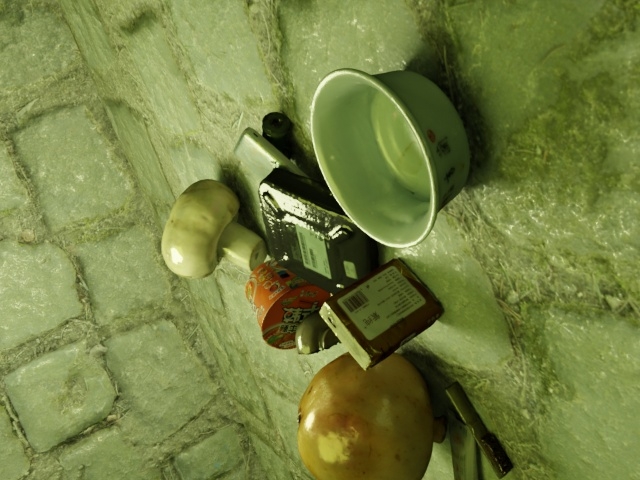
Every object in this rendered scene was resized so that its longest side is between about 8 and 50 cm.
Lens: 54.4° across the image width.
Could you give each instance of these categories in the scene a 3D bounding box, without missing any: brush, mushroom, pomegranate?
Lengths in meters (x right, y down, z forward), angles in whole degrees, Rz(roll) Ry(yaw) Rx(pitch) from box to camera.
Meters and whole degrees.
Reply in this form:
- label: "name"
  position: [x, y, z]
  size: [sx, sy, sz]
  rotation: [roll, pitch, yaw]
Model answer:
- label: "brush"
  position: [0.383, 0.453, 1.495]
  size: [0.247, 0.043, 0.036]
  rotation: [59, 148, 6]
- label: "mushroom"
  position: [-0.387, -0.034, 2.133]
  size: [0.353, 0.353, 0.325]
  rotation: [38, 161, 41]
- label: "mushroom"
  position: [0.006, 0.263, 1.836]
  size: [0.117, 0.188, 0.141]
  rotation: [64, 154, 4]
- label: "pomegranate"
  position: [0.138, 0.475, 1.622]
  size: [0.411, 0.412, 0.411]
  rotation: [43, 149, 34]

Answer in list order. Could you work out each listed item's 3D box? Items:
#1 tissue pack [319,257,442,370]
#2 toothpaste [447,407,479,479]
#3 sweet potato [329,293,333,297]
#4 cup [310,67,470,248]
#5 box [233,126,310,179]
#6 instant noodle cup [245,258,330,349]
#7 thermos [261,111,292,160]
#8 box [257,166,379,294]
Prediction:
- label: "tissue pack"
  position: [0.141, 0.164, 1.433]
  size: [0.183, 0.226, 0.092]
  rotation: [51, 152, 20]
- label: "toothpaste"
  position: [0.376, 0.585, 1.621]
  size: [0.100, 0.066, 0.322]
  rotation: [30, 136, 56]
- label: "sweet potato"
  position: [0.081, 0.204, 1.798]
  size: [0.194, 0.056, 0.056]
  rotation: [61, 156, -12]
- label: "cup"
  position: [0.145, -0.173, 1.158]
  size: [0.347, 0.163, 0.347]
  rotation: [42, 148, 34]
- label: "box"
  position: [-0.108, -0.179, 1.669]
  size: [0.285, 0.044, 0.142]
  rotation: [41, 153, -4]
- label: "instant noodle cup"
  position: [-0.107, 0.186, 1.929]
  size: [0.192, 0.251, 0.250]
  rotation: [48, 153, 46]
- label: "thermos"
  position: [-0.123, -0.260, 1.693]
  size: [0.187, 0.083, 0.073]
  rotation: [106, 156, -58]
- label: "box"
  position: [0.000, 0.000, 1.622]
  size: [0.351, 0.091, 0.359]
  rotation: [26, 144, 31]
